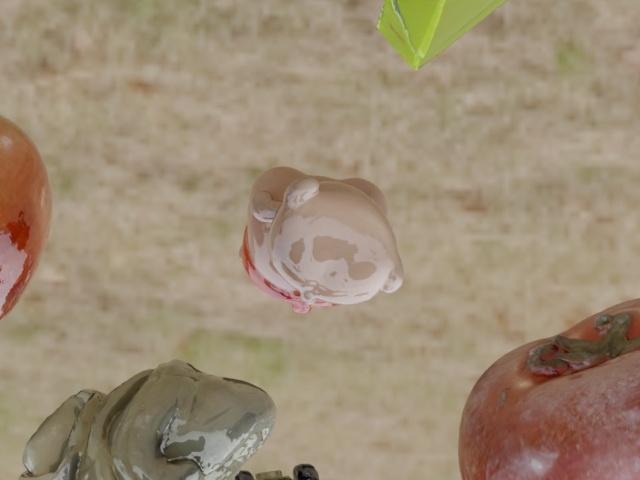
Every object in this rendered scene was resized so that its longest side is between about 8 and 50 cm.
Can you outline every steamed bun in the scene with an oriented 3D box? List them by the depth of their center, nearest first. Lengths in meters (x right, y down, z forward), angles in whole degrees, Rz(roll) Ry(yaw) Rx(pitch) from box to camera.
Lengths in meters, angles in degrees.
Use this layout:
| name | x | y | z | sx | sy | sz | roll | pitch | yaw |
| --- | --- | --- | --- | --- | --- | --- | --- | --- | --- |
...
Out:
| name | x | y | z | sx | sy | sz | roll | pitch | yaw |
| --- | --- | --- | --- | --- | --- | --- | --- | --- | --- |
| steamed bun | -0.158 | 0.178 | 1.466 | 0.211 | 0.144 | 0.218 | -33 | 161 | -46 |

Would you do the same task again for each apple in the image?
| name | x | y | z | sx | sy | sz | roll | pitch | yaw |
| --- | --- | --- | --- | --- | --- | --- | --- | --- | --- |
| apple | -0.397 | -0.018 | 1.946 | 0.242 | 0.241 | 0.242 | 8 | 128 | 10 |

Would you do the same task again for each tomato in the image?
| name | x | y | z | sx | sy | sz | roll | pitch | yaw |
| --- | --- | --- | --- | --- | --- | --- | --- | --- | --- |
| tomato | 0.247 | 0.172 | 1.422 | 0.270 | 0.227 | 0.270 | -20 | -169 | 4 |

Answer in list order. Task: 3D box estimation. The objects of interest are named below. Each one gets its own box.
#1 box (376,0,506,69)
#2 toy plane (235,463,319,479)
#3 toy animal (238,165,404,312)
| name | x | y | z | sx | sy | sz | roll | pitch | yaw |
| --- | --- | --- | --- | --- | --- | --- | --- | --- | --- |
| box | 0.132 | -0.216 | 1.078 | 0.187 | 0.047 | 0.335 | -39 | 173 | -11 |
| toy plane | -0.055 | 0.270 | 1.830 | 0.229 | 0.092 | 0.244 | -5 | 178 | -25 |
| toy animal | 0.000 | 0.000 | 1.957 | 0.171 | 0.171 | 0.198 | 6 | 179 | -15 |
